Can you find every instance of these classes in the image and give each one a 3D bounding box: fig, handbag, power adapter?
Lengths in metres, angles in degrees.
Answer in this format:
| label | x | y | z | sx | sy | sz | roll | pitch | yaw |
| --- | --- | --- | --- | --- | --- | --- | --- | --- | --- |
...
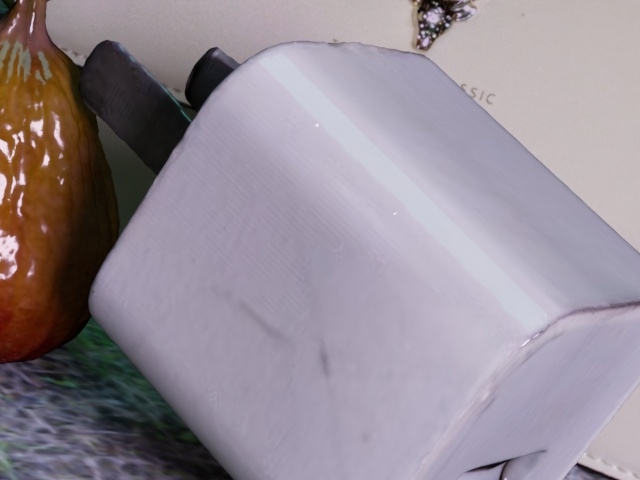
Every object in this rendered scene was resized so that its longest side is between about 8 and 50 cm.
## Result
| label | x | y | z | sx | sy | sz | roll | pitch | yaw |
| --- | --- | --- | --- | --- | --- | --- | --- | --- | --- |
| fig | -0.132 | -0.026 | 0.654 | 0.119 | 0.153 | 0.119 | -3 | 36 | 2 |
| handbag | 0.051 | -0.064 | 0.802 | 0.358 | 0.237 | 0.160 | 21 | 13 | 13 |
| power adapter | 0.000 | 0.000 | 0.616 | 0.205 | 0.125 | 0.130 | 46 | 26 | 26 |

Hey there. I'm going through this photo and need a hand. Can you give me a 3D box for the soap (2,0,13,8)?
| label | x | y | z | sx | sy | sz | roll | pitch | yaw |
| --- | --- | --- | --- | --- | --- | --- | --- | --- | --- |
| soap | -0.148 | -0.154 | 1.308 | 0.168 | 0.033 | 0.089 | 15 | 17 | -17 |
